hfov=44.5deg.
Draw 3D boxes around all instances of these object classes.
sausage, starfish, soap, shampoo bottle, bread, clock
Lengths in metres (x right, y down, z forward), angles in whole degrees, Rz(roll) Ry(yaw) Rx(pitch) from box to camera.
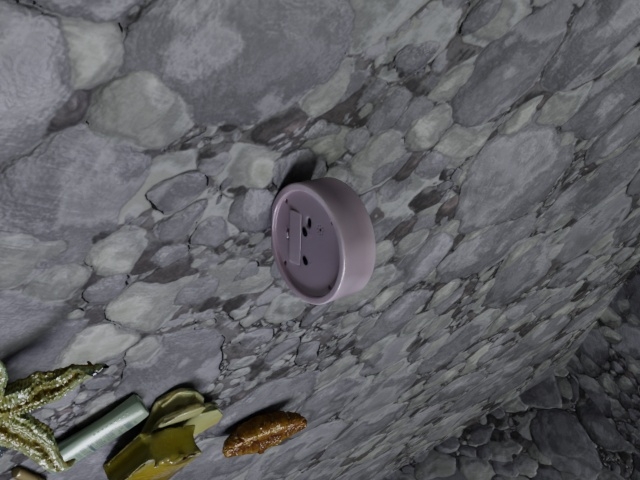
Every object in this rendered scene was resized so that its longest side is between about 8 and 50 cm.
[{"bbox_3d":[-0.569,0.470,1.544,0.024,0.024,0.132,-32,152,-8],"label":"sausage"},{"bbox_3d":[-0.509,0.262,1.159,0.358,0.078,0.347,6,132,-35],"label":"starfish"},{"bbox_3d":[-0.359,0.469,1.661,0.135,0.076,0.233,1,150,-38],"label":"soap"},{"bbox_3d":[-0.435,0.376,1.518,0.212,0.049,0.072,-31,155,-11],"label":"shampoo bottle"},{"bbox_3d":[-0.147,0.483,1.984,0.233,0.076,0.105,-14,135,-23],"label":"bread"},{"bbox_3d":[0.000,0.000,1.252,0.068,0.197,0.197,-14,146,-36],"label":"clock"}]

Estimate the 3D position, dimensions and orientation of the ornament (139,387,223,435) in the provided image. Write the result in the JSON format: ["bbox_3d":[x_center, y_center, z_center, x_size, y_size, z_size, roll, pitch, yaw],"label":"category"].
[{"bbox_3d":[-0.313,0.389,1.673,0.180,0.059,0.201,-29,154,0],"label":"ornament"}]

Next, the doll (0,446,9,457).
[{"bbox_3d":[-0.531,0.299,1.277,0.104,0.062,0.194,-18,141,-33],"label":"doll"}]
